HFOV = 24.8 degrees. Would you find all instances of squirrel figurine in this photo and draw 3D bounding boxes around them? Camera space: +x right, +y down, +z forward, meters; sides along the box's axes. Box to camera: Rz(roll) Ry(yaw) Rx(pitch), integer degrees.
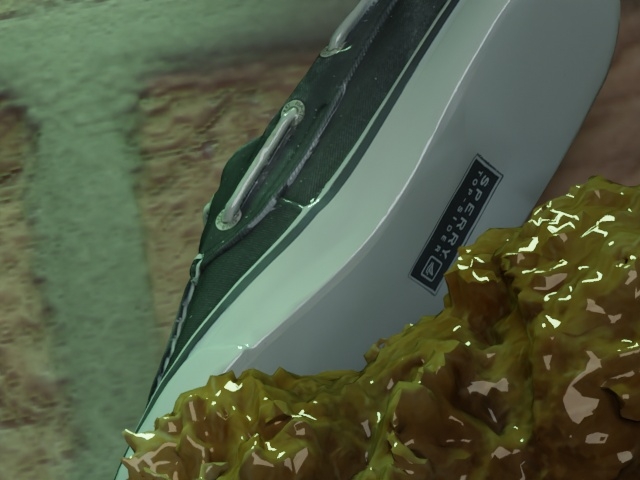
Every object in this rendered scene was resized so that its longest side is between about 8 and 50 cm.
[{"bbox_3d":[0.101,0.191,0.432,0.397,0.281,0.370,41,95,21],"label":"squirrel figurine"}]

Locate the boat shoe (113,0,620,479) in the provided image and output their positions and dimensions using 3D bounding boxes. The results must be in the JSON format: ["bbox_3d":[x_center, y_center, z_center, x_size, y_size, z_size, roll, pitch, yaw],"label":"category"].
[{"bbox_3d":[0.000,0.000,0.589,0.102,0.108,0.301,28,84,44],"label":"boat shoe"}]
